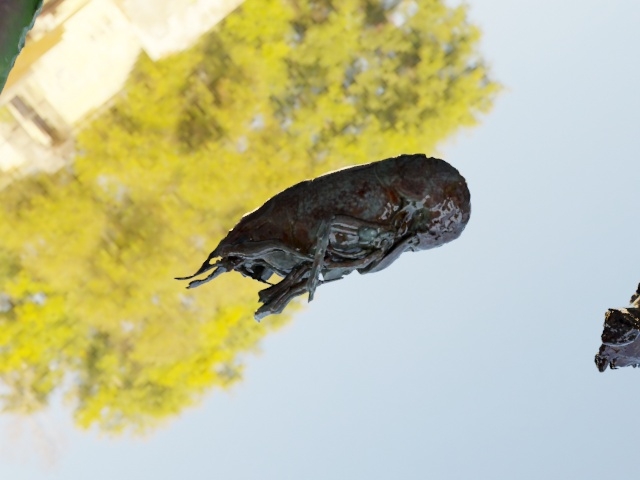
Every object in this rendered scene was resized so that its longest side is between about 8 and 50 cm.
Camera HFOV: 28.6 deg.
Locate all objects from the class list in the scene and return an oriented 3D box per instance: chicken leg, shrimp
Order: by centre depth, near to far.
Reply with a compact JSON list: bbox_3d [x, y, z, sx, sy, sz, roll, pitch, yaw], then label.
[{"bbox_3d":[-0.001,-0.001,0.757,0.190,0.073,0.075,-18,175,10],"label":"shrimp"},{"bbox_3d":[0.224,0.053,0.849,0.093,0.053,0.205,-38,157,0],"label":"chicken leg"}]

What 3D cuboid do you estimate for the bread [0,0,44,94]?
[{"bbox_3d":[-0.165,-0.059,0.389,0.229,0.033,0.228,-21,-127,30],"label":"bread"}]
